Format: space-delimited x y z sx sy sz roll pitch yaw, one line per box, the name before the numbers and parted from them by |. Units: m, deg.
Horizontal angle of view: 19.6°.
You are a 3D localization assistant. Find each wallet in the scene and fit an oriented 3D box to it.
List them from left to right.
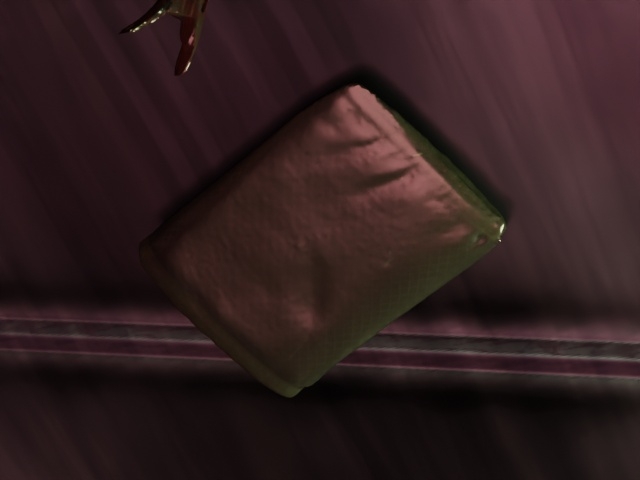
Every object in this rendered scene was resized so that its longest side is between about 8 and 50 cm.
wallet | 0.000 0.000 1.331 0.168 0.052 0.245 44 124 -14

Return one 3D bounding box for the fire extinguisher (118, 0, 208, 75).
fire extinguisher | -0.178 -0.244 1.138 0.341 0.141 0.105 42 167 -29
